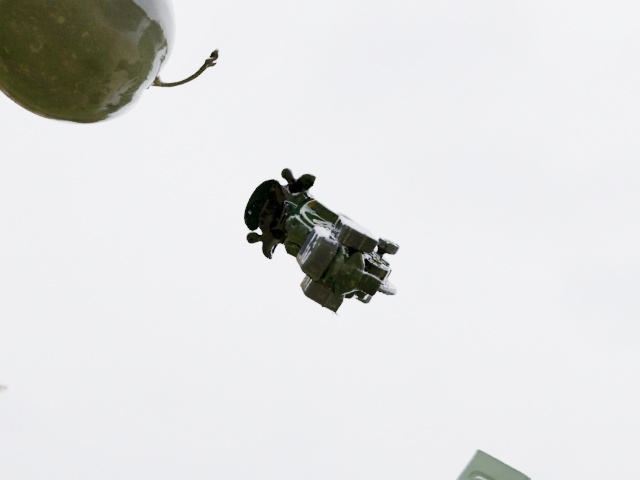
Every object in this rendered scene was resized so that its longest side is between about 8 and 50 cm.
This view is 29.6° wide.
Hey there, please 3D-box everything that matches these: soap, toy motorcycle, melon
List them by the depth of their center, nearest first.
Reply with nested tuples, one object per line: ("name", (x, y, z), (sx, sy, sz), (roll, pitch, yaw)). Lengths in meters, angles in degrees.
("toy motorcycle", (0.000, 0.000, 1.501), (0.187, 0.274, 0.125), (26, -82, -16))
("melon", (-0.326, -0.288, 1.556), (0.272, 0.272, 0.308), (-25, -77, 32))
("soap", (0.270, 0.476, 2.107), (0.119, 0.198, 0.066), (25, -25, 31))
